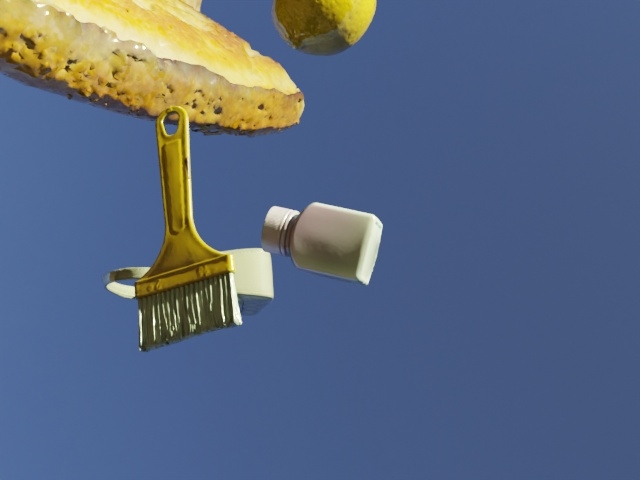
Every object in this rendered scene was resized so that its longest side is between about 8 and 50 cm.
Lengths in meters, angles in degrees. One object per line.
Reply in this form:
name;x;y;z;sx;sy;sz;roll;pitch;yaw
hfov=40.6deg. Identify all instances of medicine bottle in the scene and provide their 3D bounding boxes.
medicine bottle;0.000;0.000;0.924;0.118;0.055;0.074;12;-96;15

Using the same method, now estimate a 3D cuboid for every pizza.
pizza;-0.253;-0.229;0.832;0.406;0.440;0.130;47;-68;39

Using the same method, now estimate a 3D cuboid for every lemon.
lemon;0.004;-0.411;1.505;0.178;0.178;0.203;18;-112;29

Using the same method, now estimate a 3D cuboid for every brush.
brush;-0.109;-0.020;0.668;0.083;0.011;0.205;-17;-116;16

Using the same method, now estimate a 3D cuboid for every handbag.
handbag;-0.180;0.063;1.169;0.219;0.256;0.079;-1;-100;-8

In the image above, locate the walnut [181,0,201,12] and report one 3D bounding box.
walnut;-0.348;-0.428;1.538;0.296;0.285;0.285;40;-81;43
